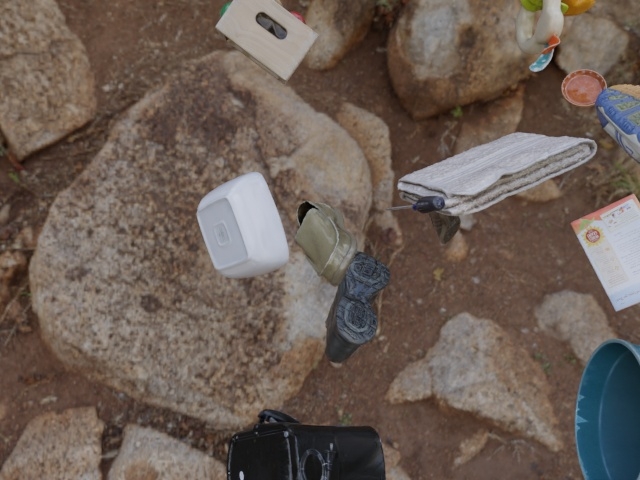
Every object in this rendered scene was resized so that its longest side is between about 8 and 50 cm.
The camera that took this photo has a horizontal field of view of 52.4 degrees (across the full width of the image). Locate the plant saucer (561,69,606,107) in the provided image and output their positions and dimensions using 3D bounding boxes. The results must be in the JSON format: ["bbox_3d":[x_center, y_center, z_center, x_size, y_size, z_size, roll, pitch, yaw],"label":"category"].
[{"bbox_3d":[0.520,-0.299,1.287,0.083,0.013,0.083,-5,69,12],"label":"plant saucer"}]

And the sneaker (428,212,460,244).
[{"bbox_3d":[0.309,-0.062,1.650,0.066,0.188,0.071,-38,61,-13],"label":"sneaker"}]

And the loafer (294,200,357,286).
[{"bbox_3d":[0.000,0.000,0.682,0.050,0.056,0.148,22,17,-16],"label":"loafer"}]

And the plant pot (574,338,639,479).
[{"bbox_3d":[0.612,0.319,1.101,0.255,0.271,0.271,8,37,0],"label":"plant pot"}]

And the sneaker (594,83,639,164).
[{"bbox_3d":[0.461,-0.087,0.848,0.112,0.131,0.296,-21,51,-14],"label":"sneaker"}]

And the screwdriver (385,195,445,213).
[{"bbox_3d":[0.129,-0.044,0.919,0.024,0.170,0.025,-24,93,-17],"label":"screwdriver"}]

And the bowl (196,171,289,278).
[{"bbox_3d":[-0.118,-0.013,0.908,0.053,0.142,0.142,-21,92,-41],"label":"bowl"}]

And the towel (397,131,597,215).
[{"bbox_3d":[0.280,-0.119,1.071,0.282,0.049,0.187,-23,22,-17],"label":"towel"}]

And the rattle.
[{"bbox_3d":[0.418,-0.357,1.117,0.143,0.130,0.199,18,35,-20],"label":"rattle"}]

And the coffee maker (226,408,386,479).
[{"bbox_3d":[0.001,0.288,0.808,0.171,0.120,0.178,6,-8,46],"label":"coffee maker"}]

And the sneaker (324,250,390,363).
[{"bbox_3d":[0.061,0.131,1.337,0.109,0.130,0.286,29,38,-2],"label":"sneaker"}]

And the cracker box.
[{"bbox_3d":[0.713,0.030,1.522,0.067,0.156,0.232,10,55,-63],"label":"cracker box"}]

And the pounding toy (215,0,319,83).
[{"bbox_3d":[-0.073,-0.287,0.844,0.141,0.100,0.130,36,6,-11],"label":"pounding toy"}]
